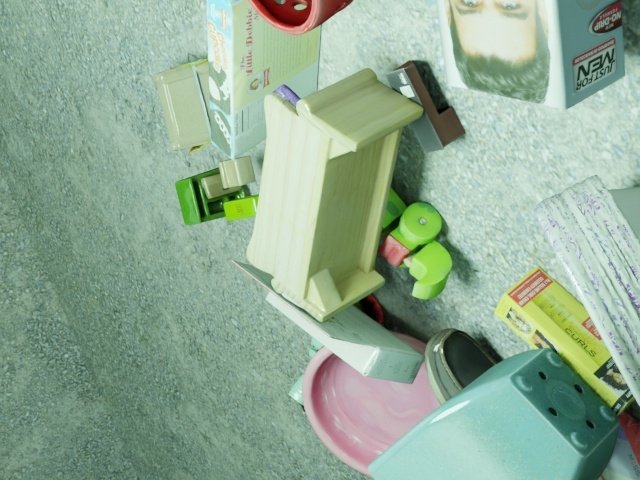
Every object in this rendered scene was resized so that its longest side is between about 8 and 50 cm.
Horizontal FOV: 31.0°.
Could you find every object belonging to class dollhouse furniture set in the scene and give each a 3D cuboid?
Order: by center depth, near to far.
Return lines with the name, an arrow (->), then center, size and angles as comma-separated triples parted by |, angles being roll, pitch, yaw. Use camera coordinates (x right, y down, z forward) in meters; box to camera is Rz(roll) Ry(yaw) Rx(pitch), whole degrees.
dollhouse furniture set -> -0.168, -0.193, 2.139 | 0.197, 0.151, 0.301 | -8, 98, 37

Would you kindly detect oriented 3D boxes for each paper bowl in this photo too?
paper bowl -> 0.384, 0.051, 1.388 | 0.284, 0.148, 0.284 | 60, -171, -16

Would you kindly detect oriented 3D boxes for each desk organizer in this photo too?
desk organizer -> 0.151, -0.196, 1.655 | 0.047, 0.050, 0.130 | -6, 116, 58

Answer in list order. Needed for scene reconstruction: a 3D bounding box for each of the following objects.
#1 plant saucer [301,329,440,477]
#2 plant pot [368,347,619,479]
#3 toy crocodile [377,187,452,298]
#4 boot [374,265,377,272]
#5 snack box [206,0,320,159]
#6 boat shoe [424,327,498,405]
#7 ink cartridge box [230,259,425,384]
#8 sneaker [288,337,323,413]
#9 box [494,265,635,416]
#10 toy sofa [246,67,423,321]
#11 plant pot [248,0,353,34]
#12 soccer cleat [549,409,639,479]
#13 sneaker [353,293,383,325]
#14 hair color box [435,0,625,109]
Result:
plant saucer -> 0.131, 0.290, 2.084 | 0.332, 0.084, 0.332 | 11, 124, 18
plant pot -> 0.271, 0.296, 1.630 | 0.248, 0.247, 0.252 | 46, 125, 15
toy crocodile -> 0.089, -0.050, 1.856 | 0.340, 0.105, 0.115 | 49, 152, 11
boot -> 0.000, 0.000, 2.009 | 0.213, 0.077, 0.165 | 9, 124, 24
snack box -> -0.085, -0.289, 1.770 | 0.060, 0.187, 0.322 | 40, 149, 25
boat shoe -> 0.314, 0.277, 1.876 | 0.355, 0.132, 0.130 | 50, 143, -10
ink cartridge box -> 0.001, 0.134, 1.888 | 0.275, 0.239, 0.060 | 34, 103, 43
sneaker -> 0.000, 0.244, 2.271 | 0.094, 0.151, 0.256 | 25, 139, 46
box -> 0.367, 0.146, 1.667 | 0.232, 0.087, 0.058 | 44, 148, 21
toy sofa -> 0.014, -0.074, 1.724 | 0.177, 0.150, 0.362 | 36, 137, 29
plant pot -> -0.008, -0.396, 1.546 | 0.191, 0.174, 0.191 | 37, 147, 29
soccer cleat -> 0.432, 0.281, 1.726 | 0.116, 0.108, 0.318 | -33, 84, 34
sneaker -> 0.072, 0.165, 2.129 | 0.118, 0.107, 0.279 | 0, 124, 46
hair color box -> 0.218, -0.348, 1.277 | 0.185, 0.113, 0.374 | 21, 132, 47
